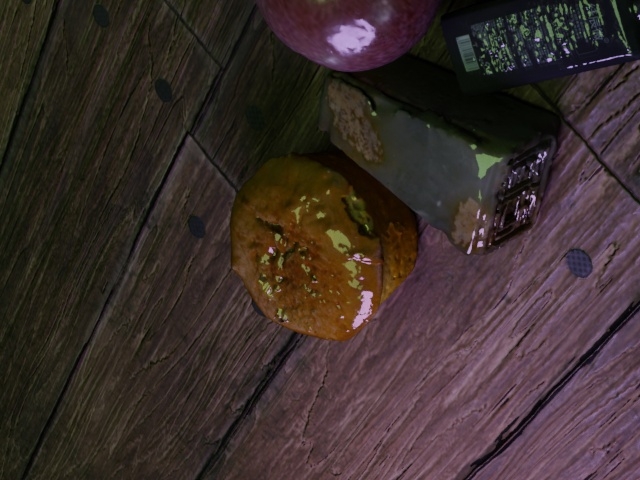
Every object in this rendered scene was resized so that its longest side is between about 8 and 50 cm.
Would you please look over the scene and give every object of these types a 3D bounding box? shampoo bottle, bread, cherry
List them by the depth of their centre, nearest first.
[{"bbox_3d":[0.262,-0.223,1.514,0.309,0.071,0.098,-7,104,49],"label":"shampoo bottle"},{"bbox_3d":[0.043,-0.319,1.566,0.221,0.261,0.307,25,121,-17],"label":"cherry"},{"bbox_3d":[0.000,0.000,1.866,0.268,0.145,0.268,20,120,38],"label":"bread"}]

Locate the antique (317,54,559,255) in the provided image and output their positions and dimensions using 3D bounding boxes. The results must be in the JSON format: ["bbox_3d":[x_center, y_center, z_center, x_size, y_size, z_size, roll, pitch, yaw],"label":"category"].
[{"bbox_3d":[0.122,-0.122,1.679,0.284,0.125,0.150,35,131,29],"label":"antique"}]
